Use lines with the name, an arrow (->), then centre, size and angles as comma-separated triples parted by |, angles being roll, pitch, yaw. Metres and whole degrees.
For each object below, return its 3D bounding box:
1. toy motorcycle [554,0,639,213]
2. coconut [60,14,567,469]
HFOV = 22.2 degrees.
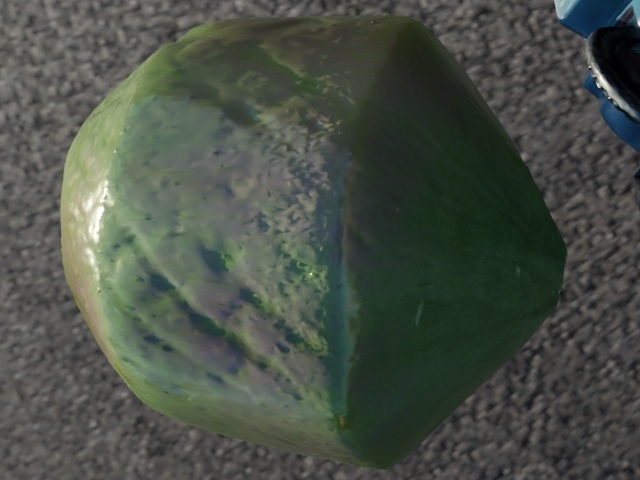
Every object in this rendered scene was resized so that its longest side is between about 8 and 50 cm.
toy motorcycle -> 0.186, -0.086, 0.750 | 0.182, 0.272, 0.124 | 27, 123, -16
coconut -> 0.000, 0.000, 0.764 | 0.235, 0.204, 0.236 | 5, 105, 19
